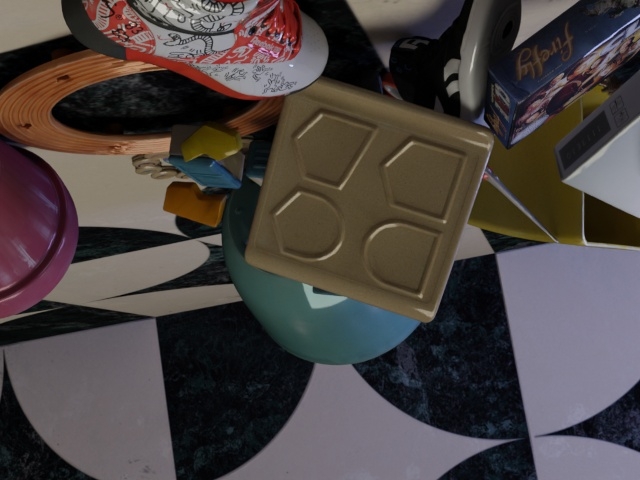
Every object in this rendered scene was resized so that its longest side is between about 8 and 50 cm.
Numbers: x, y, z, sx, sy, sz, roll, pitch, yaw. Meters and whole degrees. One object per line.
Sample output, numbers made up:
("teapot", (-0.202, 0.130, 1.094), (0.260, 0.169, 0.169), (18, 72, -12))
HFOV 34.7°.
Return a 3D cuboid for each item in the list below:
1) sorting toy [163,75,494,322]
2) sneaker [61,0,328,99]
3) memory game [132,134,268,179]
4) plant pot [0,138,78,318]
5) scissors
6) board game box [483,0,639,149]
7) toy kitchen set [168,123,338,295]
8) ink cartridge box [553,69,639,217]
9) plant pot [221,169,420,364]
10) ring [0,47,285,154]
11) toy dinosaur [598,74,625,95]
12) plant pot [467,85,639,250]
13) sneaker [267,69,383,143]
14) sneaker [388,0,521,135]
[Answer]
("sorting toy", (0.001, -0.058, 1.051), (0.307, 0.229, 0.041), (18, -155, 5))
("sneaker", (-0.054, -0.181, 0.815), (0.145, 0.090, 0.270), (-15, 166, 43))
("memory game", (-0.158, -0.109, 1.359), (0.186, 0.012, 0.186), (-8, 170, -1))
("plant pot", (-0.378, -0.035, 1.098), (0.201, 0.201, 0.180), (-9, 157, -2))
("scissors", (0.181, -0.090, 1.187), (0.021, 0.297, 0.109), (-51, -175, -9))
("board game box", (0.257, -0.186, 0.915), (0.243, 0.042, 0.165), (-36, 168, 2))
("toy kitchen set", (-0.060, -0.029, 1.136), (0.207, 0.166, 0.122), (5, 171, 12))
("ink cartridge box", (0.425, -0.121, 1.074), (0.239, 0.060, 0.275), (21, 134, -26))
("plant pot", (0.000, 0.000, 1.381), (0.293, 0.293, 0.235), (-11, 158, 13))
("ring", (-0.170, -0.150, 1.063), (0.336, 0.032, 0.336), (-8, 170, -1))
("toy dinosaur", (0.463, -0.126, 1.236), (0.127, 0.296, 0.200), (-32, -147, -6))
("plant pot", (0.305, -0.092, 1.369), (0.187, 0.212, 0.212), (-3, 176, 38))
("sneaker", (0.004, -0.131, 1.183), (0.132, 0.086, 0.229), (-6, 171, -3))
("sneaker", (0.119, -0.186, 0.994), (0.079, 0.121, 0.217), (-42, 152, -27))
